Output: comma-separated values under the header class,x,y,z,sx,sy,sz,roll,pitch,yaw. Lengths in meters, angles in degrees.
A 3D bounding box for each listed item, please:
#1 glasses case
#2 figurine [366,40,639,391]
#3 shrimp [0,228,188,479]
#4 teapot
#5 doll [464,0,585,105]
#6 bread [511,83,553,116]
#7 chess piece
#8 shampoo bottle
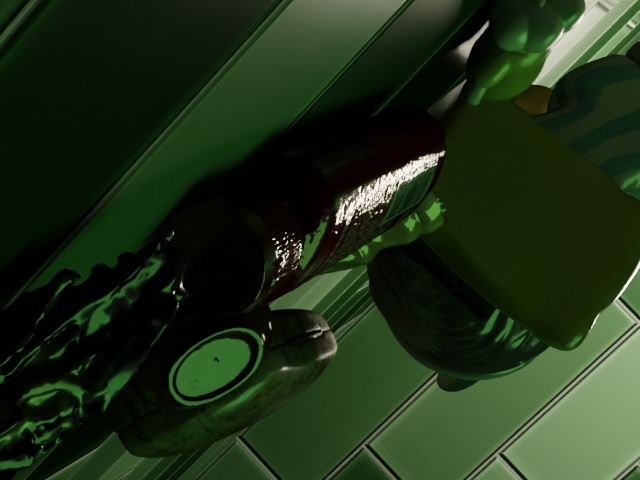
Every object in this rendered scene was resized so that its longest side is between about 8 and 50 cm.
class,x,y,z,sx,sy,sz,roll,pitch,yaw
glasses case,-0.079,0.125,1.285,0.156,0.098,0.425,-30,175,6
figurine,0.191,-0.011,1.459,0.361,0.266,0.378,-32,174,-23
shrimp,-0.189,0.085,0.550,0.365,0.071,0.233,-35,165,-26
teapot,-0.099,0.076,1.042,0.129,0.078,0.098,-33,132,-8
doll,0.161,-0.165,1.102,0.106,0.062,0.162,-46,175,-18
bread,0.205,-0.120,1.562,0.134,0.085,0.173,-50,170,25
chess piece,0.000,0.000,1.157,0.200,0.090,0.090,-31,172,-6
shampoo bottle,-0.005,-0.022,0.929,0.118,0.076,0.314,-46,173,26
